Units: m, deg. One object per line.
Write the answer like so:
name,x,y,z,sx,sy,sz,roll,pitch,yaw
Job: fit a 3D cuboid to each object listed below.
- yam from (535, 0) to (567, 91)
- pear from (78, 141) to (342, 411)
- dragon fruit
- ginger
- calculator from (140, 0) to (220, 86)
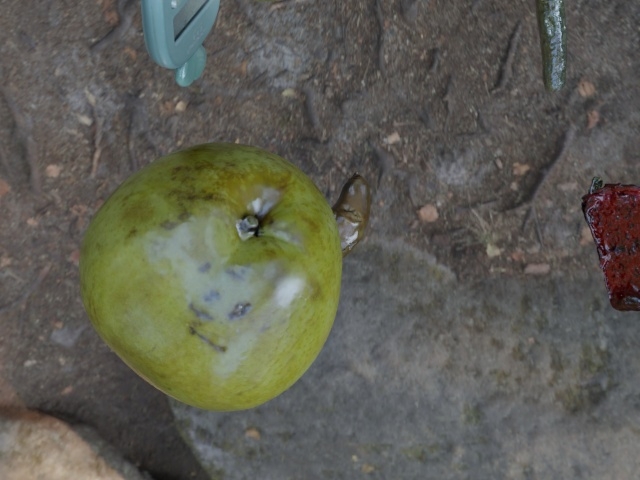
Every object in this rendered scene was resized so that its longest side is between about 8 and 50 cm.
yam,0.460,-0.423,1.581,0.061,0.061,0.274,-11,127,10
pear,-0.109,0.032,0.904,0.303,0.304,0.304,2,120,3
dragon fruit,0.350,-0.005,0.839,0.102,0.096,0.147,-1,103,52
ginger,-0.006,0.008,1.591,0.107,0.133,0.309,45,118,-7
calculator,-0.168,-0.318,0.965,0.042,0.184,0.295,16,136,8
